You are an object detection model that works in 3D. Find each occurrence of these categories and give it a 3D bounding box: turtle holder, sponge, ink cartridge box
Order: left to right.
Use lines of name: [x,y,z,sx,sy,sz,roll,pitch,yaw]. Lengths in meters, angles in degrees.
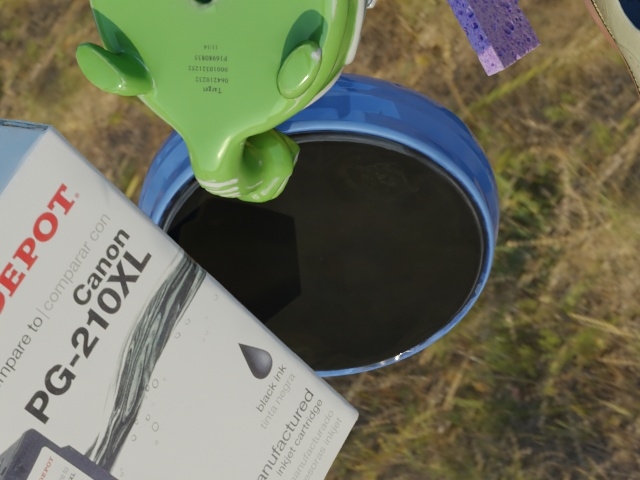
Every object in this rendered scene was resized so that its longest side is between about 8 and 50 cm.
ink cartridge box: [-0.116,0.081,0.640,0.100,0.237,0.172,8,60,47]
turtle holder: [-0.054,-0.201,1.225,0.243,0.227,0.320,-22,99,26]
sponge: [0.207,-0.329,1.867,0.031,0.117,0.210,-23,97,42]

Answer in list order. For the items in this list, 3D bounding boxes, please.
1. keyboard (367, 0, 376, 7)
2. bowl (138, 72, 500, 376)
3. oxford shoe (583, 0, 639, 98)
keyboard: [0.018,-0.276,1.498,0.072,0.014,0.256,-61,22,-3]
bowl: [0.000,0.000,1.507,0.391,0.391,0.077,-29,38,22]
oxford shoe: [0.433,-0.197,1.656,0.140,0.146,0.397,-38,83,4]
